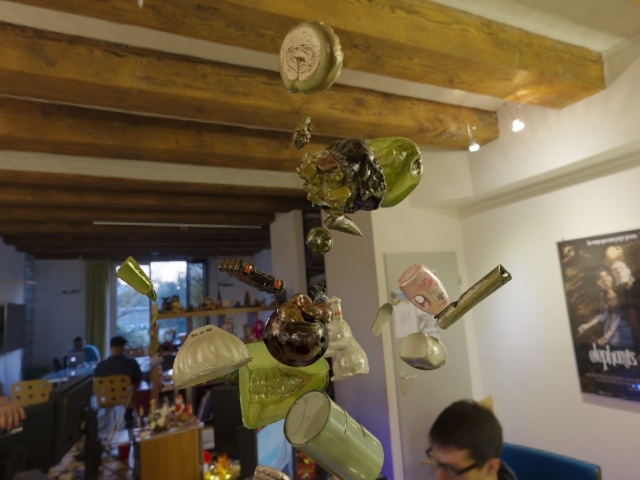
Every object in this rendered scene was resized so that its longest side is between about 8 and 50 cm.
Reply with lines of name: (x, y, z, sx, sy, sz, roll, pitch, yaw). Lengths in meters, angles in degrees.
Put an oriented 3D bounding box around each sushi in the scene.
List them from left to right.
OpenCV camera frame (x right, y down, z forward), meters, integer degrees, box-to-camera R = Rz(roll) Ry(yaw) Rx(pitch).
sushi: (0.068, -0.236, 1.659, 0.285, 0.329, 0.328, -30, 22, -18)

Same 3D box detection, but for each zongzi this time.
zongzi: (0.110, -0.064, 1.948, 0.094, 0.204, 0.205, -45, 0, 20)

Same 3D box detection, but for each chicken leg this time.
chicken leg: (-0.082, -0.549, 2.030, 0.088, 0.228, 0.103, 21, -28, -7)

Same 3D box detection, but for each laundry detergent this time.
laundry detergent: (0.486, 0.249, 1.807, 0.159, 0.335, 0.088, -44, 23, 3)

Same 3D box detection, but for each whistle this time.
whistle: (0.554, 0.212, 1.503, 0.326, 0.068, 0.057, -46, -17, 24)

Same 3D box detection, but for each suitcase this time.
suitcase: (-0.326, 0.170, 1.944, 0.285, 0.066, 0.206, 34, -23, -35)

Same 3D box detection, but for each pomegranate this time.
pomegranate: (-0.005, 0.003, 1.814, 0.130, 0.130, 0.130, -4, -8, -1)

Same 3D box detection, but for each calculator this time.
calculator: (-0.140, 0.668, 1.123, 0.100, 0.032, 0.175, 22, -47, 5)

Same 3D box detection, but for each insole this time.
insole: (0.261, 0.330, 1.726, 0.188, 0.064, 0.004, -51, 4, -41)

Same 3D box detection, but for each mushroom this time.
mushroom: (0.326, 0.344, 1.233, 0.118, 0.103, 0.270, 0, -21, 29)

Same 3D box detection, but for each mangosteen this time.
mangosteen: (-0.065, 0.262, 1.182, 0.209, 0.210, 0.210, -4, -8, -1)

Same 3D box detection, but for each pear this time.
pear: (0.348, -0.368, 2.004, 0.318, 0.343, 0.238, -26, -20, 37)

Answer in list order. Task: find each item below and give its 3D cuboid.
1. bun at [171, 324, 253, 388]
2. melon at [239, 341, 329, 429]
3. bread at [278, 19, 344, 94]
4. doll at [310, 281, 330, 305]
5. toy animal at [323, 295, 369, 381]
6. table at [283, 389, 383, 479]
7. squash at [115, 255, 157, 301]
bun: (-0.379, 0.374, 1.378, 0.263, 0.175, 0.263, -22, -17, -7)
melon: (-0.144, 0.567, 1.659, 0.343, 0.331, 0.226, 2, -26, -20)
bread: (-0.026, -0.516, 1.164, 0.213, 0.213, 0.104, -12, 3, 44)
doll: (0.003, 0.305, 2.087, 0.096, 0.195, 0.070, -12, 21, -6)
toy animal: (0.057, 0.349, 1.420, 0.138, 0.282, 0.140, -20, -21, -22)
table: (0.033, 0.447, 0.917, 0.126, 0.126, 0.220, -12, -52, 44)
squash: (-0.698, 0.158, 1.571, 0.075, 0.200, 0.090, -17, 29, 22)
